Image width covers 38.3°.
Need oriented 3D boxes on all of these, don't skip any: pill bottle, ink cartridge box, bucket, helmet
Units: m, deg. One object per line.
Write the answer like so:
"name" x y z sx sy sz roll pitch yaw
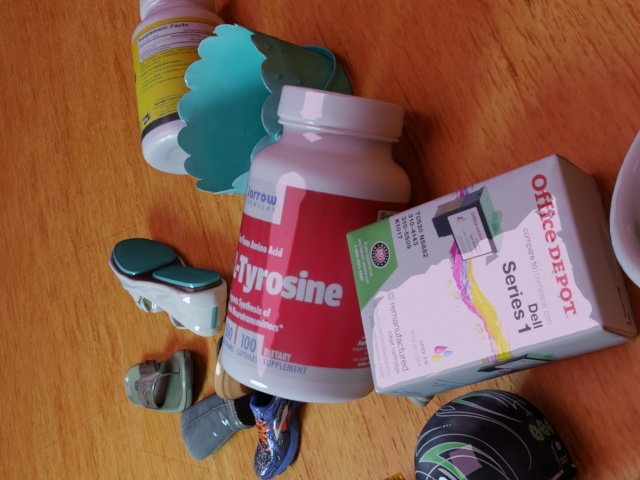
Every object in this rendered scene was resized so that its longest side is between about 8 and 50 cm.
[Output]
"pill bottle" -0.250 -0.307 1.708 0.188 0.187 0.334 -32 60 48
"pill bottle" 0.000 0.000 1.287 0.229 0.229 0.408 19 102 53
"ink cartridge box" 0.188 0.048 1.049 0.278 0.117 0.201 -21 68 30
"bucket" -0.088 -0.199 1.475 0.281 0.183 0.281 -8 80 53
"helmet" 0.191 0.252 1.055 0.161 0.169 0.169 42 120 30

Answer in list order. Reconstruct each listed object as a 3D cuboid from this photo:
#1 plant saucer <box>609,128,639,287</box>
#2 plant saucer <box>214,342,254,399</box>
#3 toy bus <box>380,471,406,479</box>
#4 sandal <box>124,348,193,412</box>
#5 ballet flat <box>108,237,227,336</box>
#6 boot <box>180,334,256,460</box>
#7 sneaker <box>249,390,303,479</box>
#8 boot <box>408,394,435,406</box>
"plant saucer" 0.422 -0.087 0.741 0.400 0.100 0.400 -47 17 19
"plant saucer" -0.102 0.166 1.471 0.037 0.200 0.200 21 106 18
"toy bus" 0.096 0.412 1.173 0.220 0.149 0.211 64 179 4
"sandal" -0.334 0.289 1.837 0.302 0.086 0.120 -22 69 51
"ballet flat" -0.306 0.097 1.805 0.400 0.139 0.139 19 101 53
"boot" -0.188 0.283 1.663 0.208 0.076 0.190 -40 53 53
"sneaker" -0.080 0.280 1.488 0.083 0.087 0.221 24 105 53
"boot" 0.133 0.095 1.228 0.165 0.077 0.213 -54 47 39
